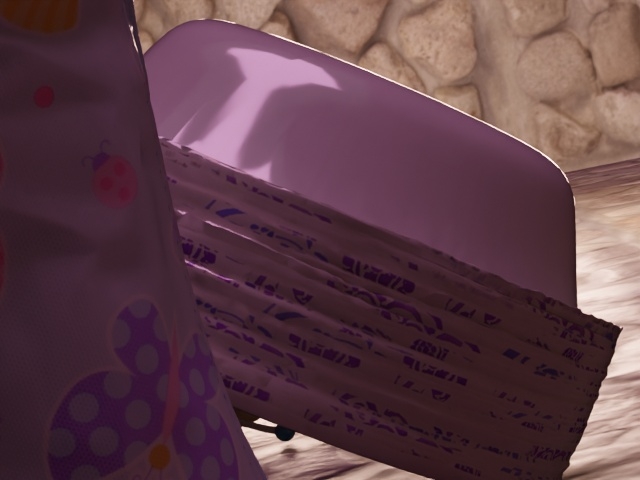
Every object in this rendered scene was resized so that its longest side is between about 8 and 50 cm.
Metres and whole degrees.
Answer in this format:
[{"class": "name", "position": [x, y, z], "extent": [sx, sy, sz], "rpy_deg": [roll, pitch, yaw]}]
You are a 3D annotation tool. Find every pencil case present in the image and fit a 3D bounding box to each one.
[{"class": "pencil case", "position": [-0.083, 0.040, 0.617], "extent": [0.124, 0.273, 0.113], "rpy_deg": [-18, 10, 8]}]

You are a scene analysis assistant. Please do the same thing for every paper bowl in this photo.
[{"class": "paper bowl", "position": [0.000, 0.000, 0.887], "extent": [0.284, 0.148, 0.284], "rpy_deg": [23, 0, 0]}]

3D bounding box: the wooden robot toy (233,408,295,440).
[{"class": "wooden robot toy", "position": [-0.088, 0.097, 1.175], "extent": [0.079, 0.076, 0.173], "rpy_deg": [-28, 13, -34]}]
